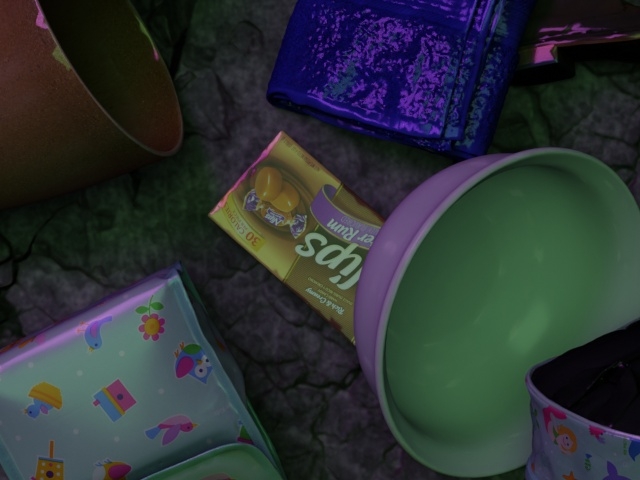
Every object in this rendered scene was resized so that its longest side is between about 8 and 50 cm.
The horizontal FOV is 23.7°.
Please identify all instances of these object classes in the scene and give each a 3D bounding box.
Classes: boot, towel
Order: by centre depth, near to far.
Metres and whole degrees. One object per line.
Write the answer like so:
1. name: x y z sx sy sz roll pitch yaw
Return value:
1. boot: 0.267 -0.217 1.397 0.219 0.082 0.106 -10 77 17
2. towel: 0.089 -0.242 1.403 0.227 0.076 0.308 17 85 21

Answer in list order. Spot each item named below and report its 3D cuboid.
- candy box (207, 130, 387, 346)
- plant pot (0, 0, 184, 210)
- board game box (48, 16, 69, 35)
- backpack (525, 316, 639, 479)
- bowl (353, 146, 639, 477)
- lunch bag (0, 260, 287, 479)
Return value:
1. candy box: 0.000 0.000 1.420 0.186 0.053 0.109 42 88 8
2. plant pot: -0.293 -0.121 1.383 0.254 0.237 0.237 -29 83 15
3. board game box: -0.297 -0.234 1.481 0.090 0.020 0.090 -15 83 4
4. backpack: 0.295 0.164 1.264 0.253 0.225 0.191 -10 110 -37
5. bowl: 0.135 0.046 1.334 0.134 0.298 0.298 30 86 50
6. lunch bag: -0.163 0.182 1.364 0.223 0.160 0.262 -26 94 -2
